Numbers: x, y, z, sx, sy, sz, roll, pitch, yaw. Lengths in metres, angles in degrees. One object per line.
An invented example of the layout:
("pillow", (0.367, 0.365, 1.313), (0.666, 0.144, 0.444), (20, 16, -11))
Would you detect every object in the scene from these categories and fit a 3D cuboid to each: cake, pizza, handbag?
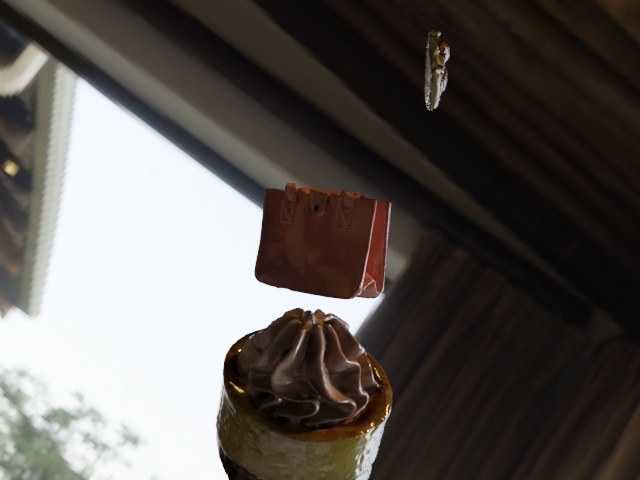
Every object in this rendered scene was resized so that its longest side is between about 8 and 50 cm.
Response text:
("cake", (-0.013, 0.160, 1.477), (0.185, 0.208, 0.178), (4, -46, -10))
("pizza", (0.142, -0.202, 1.662), (0.029, 0.100, 0.099), (1, 11, 1))
("handbag", (0.000, 0.000, 1.998), (0.212, 0.157, 0.059), (8, 3, 41))
